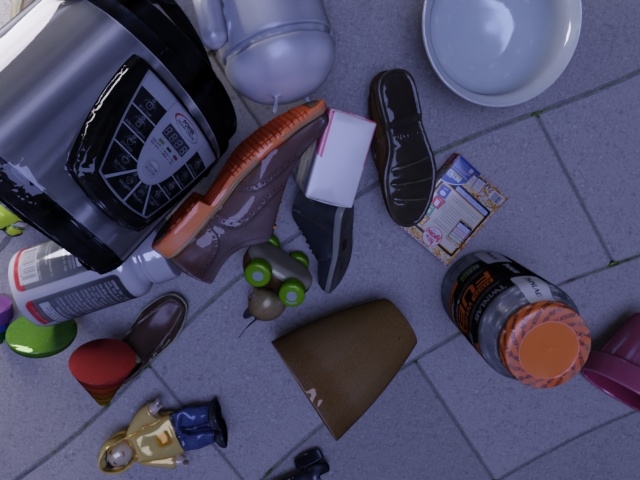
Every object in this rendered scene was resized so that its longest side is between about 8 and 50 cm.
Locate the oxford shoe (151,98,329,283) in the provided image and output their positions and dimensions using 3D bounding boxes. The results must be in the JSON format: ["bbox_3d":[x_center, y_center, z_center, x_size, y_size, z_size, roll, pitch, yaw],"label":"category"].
[{"bbox_3d":[-0.107,-0.082,0.879,0.363,0.130,0.133,-43,113,6],"label":"oxford shoe"}]

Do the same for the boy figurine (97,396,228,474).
[{"bbox_3d":[-0.356,0.431,1.167,0.285,0.092,0.177,-13,106,-5],"label":"boy figurine"}]

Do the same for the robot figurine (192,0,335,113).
[{"bbox_3d":[-0.093,-0.392,0.922,0.300,0.199,0.353,-19,94,-41],"label":"robot figurine"}]

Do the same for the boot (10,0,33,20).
[{"bbox_3d":[-0.423,-0.429,0.964,0.203,0.095,0.262,25,97,-11],"label":"boot"}]

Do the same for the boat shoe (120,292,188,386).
[{"bbox_3d":[-0.375,0.224,1.113,0.095,0.095,0.257,39,97,-12],"label":"boat shoe"}]

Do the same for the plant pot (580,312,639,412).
[{"bbox_3d":[0.717,0.269,1.174,0.201,0.201,0.180,36,82,-11],"label":"plant pot"}]

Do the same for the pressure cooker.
[{"bbox_3d":[-0.347,-0.207,0.850,0.375,0.370,0.420,42,72,-10],"label":"pressure cooker"}]

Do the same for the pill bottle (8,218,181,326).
[{"bbox_3d":[-0.430,0.052,1.036,0.283,0.161,0.161,-18,104,-1],"label":"pill bottle"}]

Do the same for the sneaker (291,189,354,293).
[{"bbox_3d":[0.000,0.000,1.112,0.118,0.083,0.222,20,121,23],"label":"sneaker"}]

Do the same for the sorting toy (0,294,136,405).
[{"bbox_3d":[-0.540,0.235,1.070,0.365,0.127,0.126,21,121,14],"label":"sorting toy"}]

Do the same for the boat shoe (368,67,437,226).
[{"bbox_3d":[0.158,-0.184,1.062,0.110,0.104,0.307,-8,102,-12],"label":"boat shoe"}]

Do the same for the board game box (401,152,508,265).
[{"bbox_3d":[0.277,-0.065,1.125,0.147,0.045,0.193,40,97,-12],"label":"board game box"}]

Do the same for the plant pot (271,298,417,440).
[{"bbox_3d":[0.067,0.241,1.106,0.254,0.237,0.237,-33,104,-12],"label":"plant pot"}]

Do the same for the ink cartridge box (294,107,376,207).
[{"bbox_3d":[0.019,-0.161,0.994,0.092,0.218,0.159,14,102,-13],"label":"ink cartridge box"}]

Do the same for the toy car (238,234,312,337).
[{"bbox_3d":[-0.121,0.108,1.089,0.149,0.155,0.188,32,111,-11],"label":"toy car"}]

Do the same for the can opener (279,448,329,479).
[{"bbox_3d":[-0.063,0.564,1.245,0.186,0.073,0.059,-32,142,6],"label":"can opener"}]

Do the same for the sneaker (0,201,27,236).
[{"bbox_3d":[-0.651,-0.153,1.012,0.121,0.111,0.300,-43,107,-7],"label":"sneaker"}]

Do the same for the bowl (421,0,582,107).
[{"bbox_3d":[0.321,-0.404,1.006,0.297,0.134,0.298,-1,103,-5],"label":"bowl"}]

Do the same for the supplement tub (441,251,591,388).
[{"bbox_3d":[0.374,0.147,1.043,0.193,0.316,0.194,-1,102,-5],"label":"supplement tub"}]
